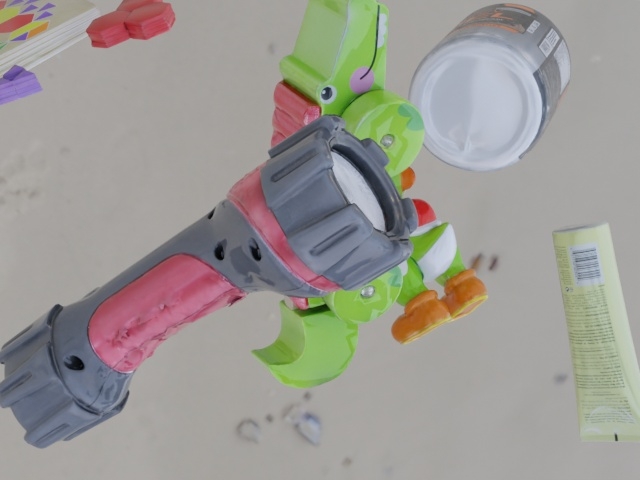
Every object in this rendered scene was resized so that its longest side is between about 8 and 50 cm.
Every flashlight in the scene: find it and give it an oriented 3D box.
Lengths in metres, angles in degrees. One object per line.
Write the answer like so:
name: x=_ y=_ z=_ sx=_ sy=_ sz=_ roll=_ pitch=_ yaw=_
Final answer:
flashlight: x=-0.083 y=0.040 z=0.821 sx=0.304 sy=0.103 sz=0.103 roll=-34 pitch=173 yaw=24

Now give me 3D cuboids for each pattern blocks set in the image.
pattern blocks set: x=-0.298 y=-0.198 z=1.229 sx=0.285 sy=0.325 sz=0.026 roll=-27 pitch=122 yaw=-13

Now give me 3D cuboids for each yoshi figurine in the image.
yoshi figurine: x=0.097 y=-0.016 z=2.041 sx=0.203 sy=0.362 sz=0.203 roll=-29 pitch=172 yaw=5

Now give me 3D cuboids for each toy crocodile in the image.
toy crocodile: x=0.001 y=-0.040 z=0.995 sx=0.105 sy=0.115 sz=0.340 roll=-13 pitch=127 yaw=-26

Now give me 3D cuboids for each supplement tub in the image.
supplement tub: x=0.269 y=-0.245 z=1.957 sx=0.338 sy=0.207 sz=0.207 roll=-49 pitch=153 yaw=-63

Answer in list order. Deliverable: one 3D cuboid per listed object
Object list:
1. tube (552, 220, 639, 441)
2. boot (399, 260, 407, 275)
tube: x=0.298 y=0.101 z=1.373 sx=0.062 sy=0.070 sz=0.240 roll=-12 pitch=94 yaw=-7
boot: x=0.000 y=0.000 z=1.621 sx=0.123 sy=0.095 sz=0.258 roll=-24 pitch=146 yaw=25
